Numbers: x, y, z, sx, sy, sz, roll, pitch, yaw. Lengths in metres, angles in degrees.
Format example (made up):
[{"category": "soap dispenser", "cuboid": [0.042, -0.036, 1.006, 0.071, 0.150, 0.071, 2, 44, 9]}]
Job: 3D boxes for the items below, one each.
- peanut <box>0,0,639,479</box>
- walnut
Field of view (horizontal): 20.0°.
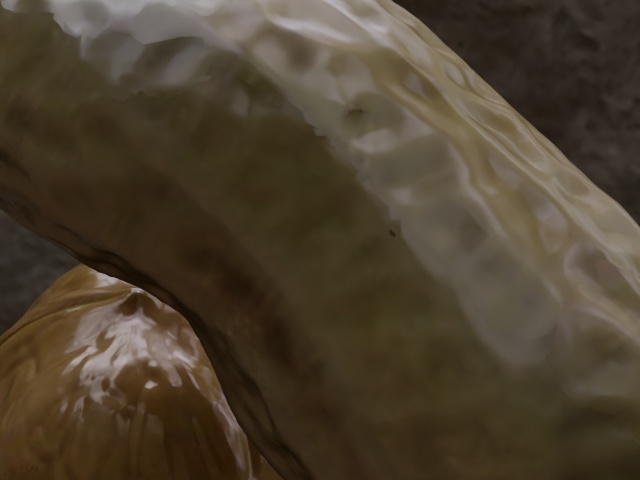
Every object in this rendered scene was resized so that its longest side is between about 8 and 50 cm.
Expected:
[{"category": "peanut", "cuboid": [0.000, 0.000, 0.609, 0.325, 0.140, 0.153, 36, -46, 12]}, {"category": "walnut", "cuboid": [-0.069, 0.113, 0.788, 0.193, 0.193, 0.226, 22, -41, 30]}]
